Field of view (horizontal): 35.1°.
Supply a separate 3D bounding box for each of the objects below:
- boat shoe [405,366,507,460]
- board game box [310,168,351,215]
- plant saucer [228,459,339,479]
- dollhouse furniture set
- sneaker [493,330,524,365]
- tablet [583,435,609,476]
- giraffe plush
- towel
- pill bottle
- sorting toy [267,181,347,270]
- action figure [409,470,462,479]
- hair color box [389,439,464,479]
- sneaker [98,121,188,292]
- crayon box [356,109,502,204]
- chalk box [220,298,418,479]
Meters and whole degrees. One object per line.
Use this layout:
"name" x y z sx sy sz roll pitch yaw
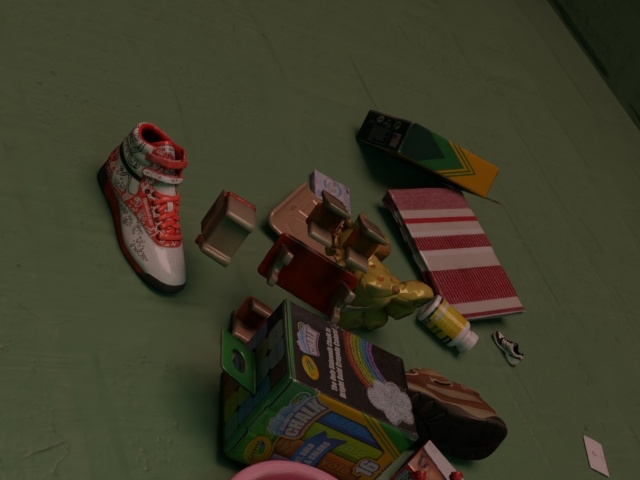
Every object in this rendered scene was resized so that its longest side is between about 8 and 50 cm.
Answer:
"boat shoe" 0.173 0.281 1.729 0.324 0.122 0.120 26 26 -32
"board game box" 0.020 -0.094 2.076 0.090 0.020 0.090 29 35 -24
"plant saucer" -0.023 0.451 1.323 0.332 0.084 0.332 29 34 -22
"dollhouse furniture set" -0.063 0.028 1.615 0.259 0.262 0.135 33 12 -15
"sneaker" 0.395 0.219 2.114 0.032 0.037 0.083 -6 55 -49
"tablet" 0.565 0.441 2.073 0.054 0.006 0.083 30 34 -21
"giraffe plush" 0.077 0.051 1.790 0.210 0.181 0.171 21 47 -59
"towel" 0.285 0.027 2.173 0.237 0.037 0.329 -4 59 -39
"pill bottle" 0.252 0.167 1.987 0.116 0.065 0.065 42 31 -2
"sorting toy" 0.000 0.000 1.934 0.208 0.038 0.193 48 31 -3
"action figure" 0.164 0.483 1.455 0.091 0.139 0.280 3 68 -1
"hair color box" 0.200 0.418 1.643 0.167 0.053 0.093 47 32 8
"sneaker" -0.258 -0.060 1.602 0.090 0.145 0.270 3 50 -47
"crayon box" 0.264 -0.190 2.326 0.318 0.081 0.202 24 3 -30
"chalk box" -0.033 0.226 1.473 0.289 0.179 0.180 28 28 -21
